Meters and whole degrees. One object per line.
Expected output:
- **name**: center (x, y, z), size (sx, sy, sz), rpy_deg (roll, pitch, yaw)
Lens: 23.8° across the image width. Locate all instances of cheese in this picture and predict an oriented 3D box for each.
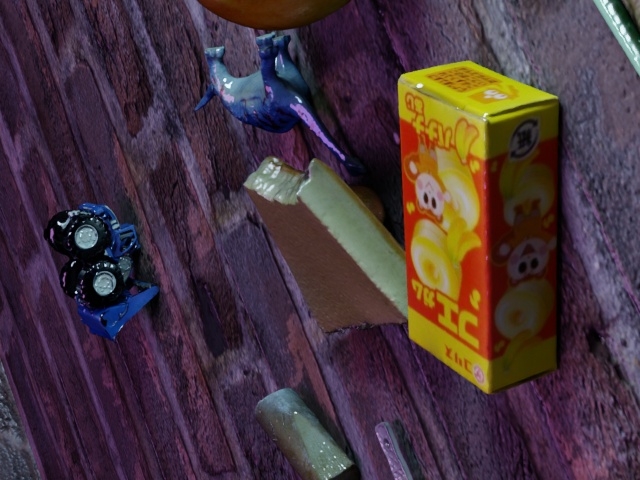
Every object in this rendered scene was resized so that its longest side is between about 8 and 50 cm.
- **cheese**: center (0.104, 0.294, 1.703), size (0.192, 0.037, 0.097), rpy_deg (67, 153, 13)

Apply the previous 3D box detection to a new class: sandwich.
- **sandwich**: center (0.000, 0.000, 1.620), size (0.212, 0.063, 0.245), rpy_deg (49, 159, -10)

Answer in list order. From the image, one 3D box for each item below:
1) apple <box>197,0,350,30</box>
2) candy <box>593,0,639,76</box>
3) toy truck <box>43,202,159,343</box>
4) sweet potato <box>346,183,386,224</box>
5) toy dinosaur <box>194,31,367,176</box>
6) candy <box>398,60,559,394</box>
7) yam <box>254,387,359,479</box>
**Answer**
- **apple**: center (-0.039, -0.319, 1.441), size (0.207, 0.237, 0.236), rpy_deg (-32, 75, 45)
- **candy**: center (0.262, -0.091, 1.139), size (0.097, 0.097, 0.323), rpy_deg (111, 144, -52)
- **toy truck**: center (-0.333, 0.045, 2.339), size (0.113, 0.126, 0.208), rpy_deg (12, 119, 61)
- **sweet potato**: center (0.010, -0.041, 1.678), size (0.214, 0.050, 0.050), rpy_deg (14, 117, 59)
- **toy dinosaur**: center (-0.061, -0.175, 1.724), size (0.329, 0.076, 0.144), rpy_deg (23, 133, 46)
- **candy**: center (0.144, -0.013, 1.386), size (0.146, 0.088, 0.276), rpy_deg (31, 131, 53)
- **yam**: center (-0.019, 0.253, 1.894), size (0.169, 0.068, 0.068), rpy_deg (46, 143, 44)
